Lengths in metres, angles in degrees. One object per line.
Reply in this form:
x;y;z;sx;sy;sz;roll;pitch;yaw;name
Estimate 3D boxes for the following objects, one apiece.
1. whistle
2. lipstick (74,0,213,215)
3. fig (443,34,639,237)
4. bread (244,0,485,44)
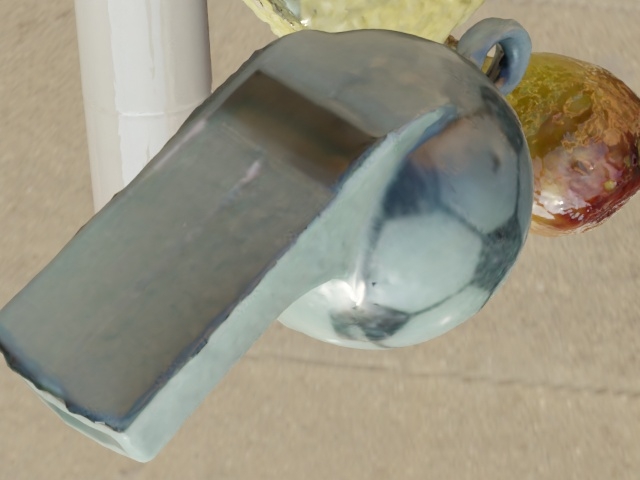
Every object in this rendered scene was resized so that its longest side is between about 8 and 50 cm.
0.000;0.000;0.886;0.163;0.163;0.290;47;75;-12;whistle
-0.113;-0.064;1.292;0.087;0.087;0.327;0;118;3;lipstick
0.173;-0.112;1.689;0.257;0.159;0.159;42;108;21;fig
0.079;-0.313;1.472;0.375;0.165;0.236;-46;117;-7;bread
